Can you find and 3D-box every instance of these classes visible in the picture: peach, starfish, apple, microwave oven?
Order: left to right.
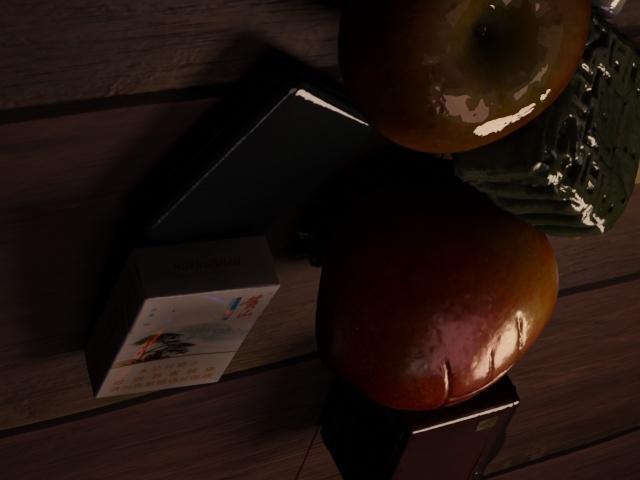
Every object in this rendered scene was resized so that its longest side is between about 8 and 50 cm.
[{"bbox_3d":[0.000,0.000,1.614,0.078,0.028,0.091,-46,150,12],"label":"starfish"},{"bbox_3d":[0.129,0.228,1.894,0.188,0.178,0.247,-15,144,-26],"label":"microwave oven"},{"bbox_3d":[0.109,0.045,1.570,0.274,0.248,0.245,-39,117,-28],"label":"peach"},{"bbox_3d":[0.127,-0.192,1.310,0.234,0.173,0.210,-15,106,-14],"label":"apple"}]

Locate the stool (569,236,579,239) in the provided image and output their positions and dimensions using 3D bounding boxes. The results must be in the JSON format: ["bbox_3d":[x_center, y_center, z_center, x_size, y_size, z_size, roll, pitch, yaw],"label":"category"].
[{"bbox_3d":[0.264,-0.064,1.680,0.110,0.134,0.135,112,2,-47],"label":"stool"}]

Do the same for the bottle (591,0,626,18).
[{"bbox_3d":[0.322,-0.322,1.428,0.060,0.060,0.217,-7,139,-35],"label":"bottle"}]

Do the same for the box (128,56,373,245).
[{"bbox_3d":[-0.067,-0.074,1.431,0.230,0.050,0.160,-43,148,18],"label":"box"}]

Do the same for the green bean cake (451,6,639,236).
[{"bbox_3d":[0.246,-0.129,1.476,0.124,0.223,0.227,3,164,34],"label":"green bean cake"}]

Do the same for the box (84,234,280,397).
[{"bbox_3d":[-0.150,0.082,1.507,0.149,0.067,0.233,-8,153,-27],"label":"box"}]

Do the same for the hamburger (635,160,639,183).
[{"bbox_3d":[0.371,-0.131,1.676,0.081,0.127,0.141,5,170,15],"label":"hamburger"}]
